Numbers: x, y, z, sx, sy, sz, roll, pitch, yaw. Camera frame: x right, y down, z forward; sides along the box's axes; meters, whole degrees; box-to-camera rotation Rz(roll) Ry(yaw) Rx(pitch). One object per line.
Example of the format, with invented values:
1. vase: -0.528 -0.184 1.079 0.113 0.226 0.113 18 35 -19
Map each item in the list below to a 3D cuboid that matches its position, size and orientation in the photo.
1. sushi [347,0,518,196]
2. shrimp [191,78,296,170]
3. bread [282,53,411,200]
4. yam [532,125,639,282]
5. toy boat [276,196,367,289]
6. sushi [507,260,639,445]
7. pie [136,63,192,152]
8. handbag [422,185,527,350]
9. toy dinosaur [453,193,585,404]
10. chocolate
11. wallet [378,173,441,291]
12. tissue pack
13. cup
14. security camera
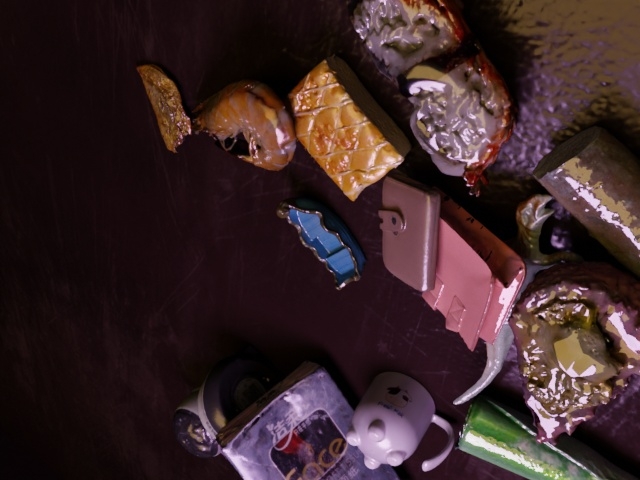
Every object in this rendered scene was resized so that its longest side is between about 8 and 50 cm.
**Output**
1. sushi: 0.143 -0.213 0.713 0.130 0.124 0.332 -32 96 32
2. shrimp: -0.129 -0.177 0.932 0.287 0.063 0.152 4 130 55
3. bread: 0.035 -0.166 0.852 0.188 0.068 0.125 51 134 -3
4. yam: 0.382 -0.022 0.684 0.259 0.106 0.106 45 133 1
5. toy boat: 0.000 0.000 0.977 0.075 0.077 0.185 -29 100 43
6. sushi: 0.304 0.133 0.721 0.161 0.107 0.241 41 128 16
7. pie: -0.280 -0.245 1.045 0.092 0.034 0.169 -5 109 39
8. handbag: 0.187 0.035 0.821 0.212 0.059 0.157 53 147 44
9. toy dinosaur: 0.294 0.114 0.840 0.206 0.092 0.392 33 135 11
10. chocolate: 0.376 0.354 0.934 0.291 0.110 0.110 21 128 19
11. wallet: 0.124 -0.013 0.816 0.118 0.039 0.152 34 134 56
12. tissue pack: -0.011 0.457 1.152 0.361 0.259 0.122 58 158 -9
13. cup: 0.141 0.355 1.063 0.173 0.142 0.134 43 132 4
14. security camera: -0.223 0.387 1.304 0.197 0.191 0.277 50 134 -4
